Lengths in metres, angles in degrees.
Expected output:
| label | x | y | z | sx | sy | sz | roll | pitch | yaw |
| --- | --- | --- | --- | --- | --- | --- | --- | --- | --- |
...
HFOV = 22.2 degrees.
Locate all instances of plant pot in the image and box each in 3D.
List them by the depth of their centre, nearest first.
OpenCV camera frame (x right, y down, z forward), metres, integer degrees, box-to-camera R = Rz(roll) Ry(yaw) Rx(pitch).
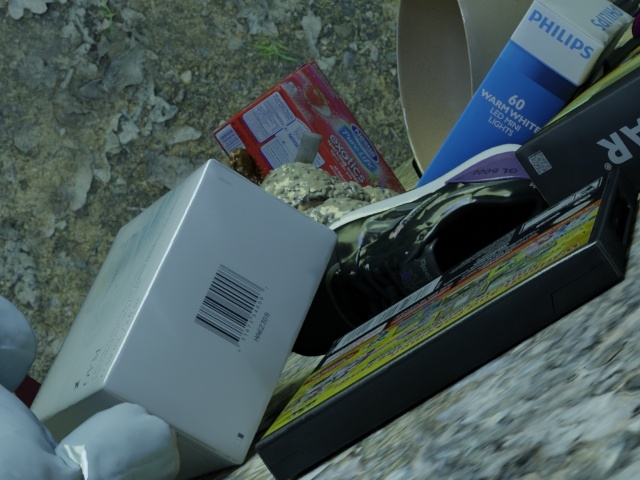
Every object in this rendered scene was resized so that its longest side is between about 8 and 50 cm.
| label | x | y | z | sx | sy | sz | roll | pitch | yaw |
| --- | --- | --- | --- | --- | --- | --- | --- | --- | --- |
| plant pot | 0.220 | -0.205 | 1.919 | 0.191 | 0.284 | 0.284 | -7 | -3 | -14 |

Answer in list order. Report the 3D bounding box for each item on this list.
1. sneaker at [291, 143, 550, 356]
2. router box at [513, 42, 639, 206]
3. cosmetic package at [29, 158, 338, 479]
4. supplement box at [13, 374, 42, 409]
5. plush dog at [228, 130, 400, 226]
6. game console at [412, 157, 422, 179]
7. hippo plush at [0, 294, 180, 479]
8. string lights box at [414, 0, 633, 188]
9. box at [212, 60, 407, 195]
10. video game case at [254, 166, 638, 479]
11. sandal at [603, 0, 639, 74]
| label | x | y | z | sx | sy | sz | roll | pitch | yaw |
| --- | --- | --- | --- | --- | --- | --- | --- | --- | --- |
| sneaker | 0.072 | 0.016 | 1.394 | 0.283 | 0.107 | 0.124 | -34 | 10 | 16 |
| router box | 0.333 | -0.149 | 1.297 | 0.309 | 0.081 | 0.243 | -32 | 5 | 44 |
| cosmetic package | -0.126 | 0.082 | 1.408 | 0.224 | 0.138 | 0.224 | -32 | 31 | 59 |
| supplement box | -0.316 | 0.193 | 1.612 | 0.129 | 0.194 | 0.191 | -55 | 7 | -9 |
| plush dog | 0.000 | 0.000 | 1.811 | 0.262 | 0.211 | 0.225 | -37 | 30 | -13 |
| game console | 0.183 | -0.105 | 2.187 | 0.122 | 0.071 | 0.107 | -35 | 3 | 14 |
| hippo plush | -0.280 | 0.155 | 1.185 | 0.234 | 0.236 | 0.294 | -48 | -18 | 19 |
| string lights box | 0.174 | -0.104 | 1.485 | 0.260 | 0.076 | 0.133 | -59 | -9 | 26 |
| box | -0.001 | -0.084 | 2.105 | 0.128 | 0.257 | 0.122 | -33 | 6 | 30 |
| video game case | 0.099 | 0.054 | 1.166 | 0.275 | 0.035 | 0.248 | -33 | 4 | 18 |
| sandal | 0.370 | -0.240 | 1.941 | 0.167 | 0.107 | 0.446 | -36 | 4 | -21 |
